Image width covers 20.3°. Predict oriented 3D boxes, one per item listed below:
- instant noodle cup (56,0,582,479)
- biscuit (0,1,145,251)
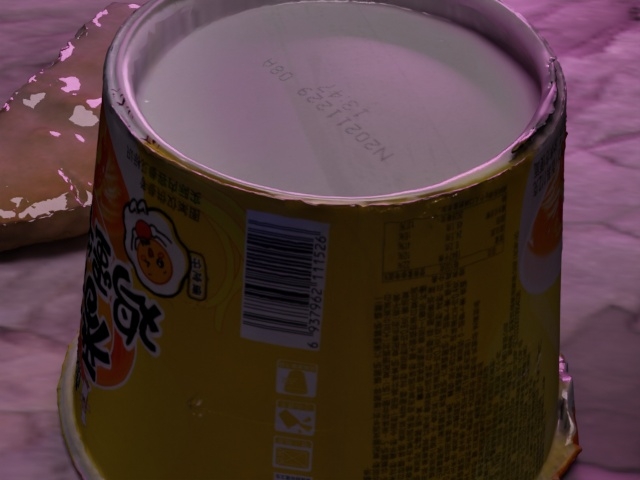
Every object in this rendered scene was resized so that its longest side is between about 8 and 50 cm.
[{"bbox_3d":[0.000,0.000,0.840,0.264,0.200,0.264,1,38,-1],"label":"instant noodle cup"},{"bbox_3d":[-0.118,-0.066,1.047,0.141,0.038,0.290,20,40,19],"label":"biscuit"}]
